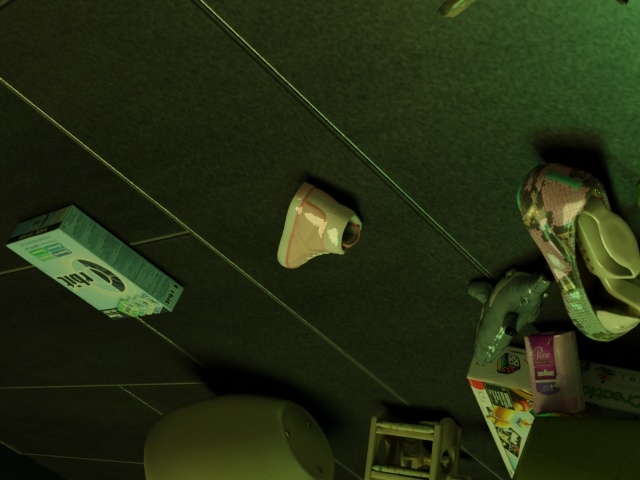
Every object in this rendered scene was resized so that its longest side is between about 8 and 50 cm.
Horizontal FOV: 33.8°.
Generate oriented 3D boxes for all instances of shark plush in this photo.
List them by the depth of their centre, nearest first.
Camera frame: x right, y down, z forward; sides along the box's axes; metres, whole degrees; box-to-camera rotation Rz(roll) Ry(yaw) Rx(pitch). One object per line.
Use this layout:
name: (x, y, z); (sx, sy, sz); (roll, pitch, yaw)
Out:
shark plush: (0.191, 0.068, 0.991); (0.073, 0.067, 0.161); (31, 153, -11)

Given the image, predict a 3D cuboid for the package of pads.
package of pads: (0.236, 0.133, 1.057); (0.032, 0.083, 0.050); (-3, 175, -40)

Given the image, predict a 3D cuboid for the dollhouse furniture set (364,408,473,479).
dollhouse furniture set: (0.182, 0.291, 1.418); (0.181, 0.101, 0.161); (0, 169, 39)

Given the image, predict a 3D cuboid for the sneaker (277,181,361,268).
sneaker: (0.000, 0.000, 1.044); (0.070, 0.051, 0.134); (27, 150, 7)

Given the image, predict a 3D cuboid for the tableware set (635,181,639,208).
tableware set: (0.311, -0.004, 0.783); (0.154, 0.024, 0.104); (10, 136, 46)

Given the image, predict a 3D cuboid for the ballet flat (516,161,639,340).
ballet flat: (0.232, 0.022, 0.861); (0.079, 0.077, 0.221); (23, 157, 48)

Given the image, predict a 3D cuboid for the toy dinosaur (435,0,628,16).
toy dinosaur: (0.133, -0.196, 0.575); (0.118, 0.064, 0.268); (26, 156, 13)

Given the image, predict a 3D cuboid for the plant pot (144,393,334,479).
plant pot: (-0.092, 0.338, 1.549); (0.191, 0.284, 0.284); (-32, 126, 18)

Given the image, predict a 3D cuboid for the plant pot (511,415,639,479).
plant pot: (0.323, 0.284, 1.003); (0.293, 0.275, 0.275); (19, 153, 13)

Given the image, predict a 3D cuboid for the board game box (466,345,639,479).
board game box: (0.294, 0.225, 1.207); (0.192, 0.053, 0.305); (8, 149, 28)

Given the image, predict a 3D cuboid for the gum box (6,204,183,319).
gum box: (-0.292, 0.033, 1.361); (0.184, 0.041, 0.157); (40, 149, -27)
